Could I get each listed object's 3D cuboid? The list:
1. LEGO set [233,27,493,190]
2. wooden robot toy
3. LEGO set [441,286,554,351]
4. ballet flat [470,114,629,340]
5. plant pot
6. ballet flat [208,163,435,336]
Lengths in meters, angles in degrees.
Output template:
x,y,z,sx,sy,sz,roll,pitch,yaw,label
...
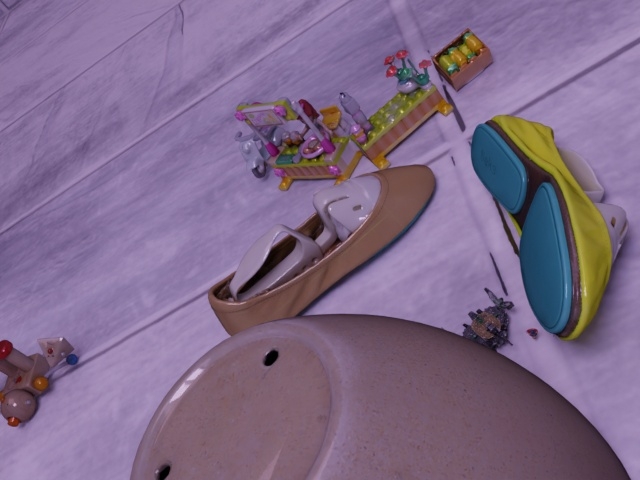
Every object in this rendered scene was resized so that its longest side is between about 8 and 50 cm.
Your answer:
x,y,z,sx,sy,sz,roll,pitch,yaw,label
0.021,-0.137,0.804,0.287,0.107,0.132,-19,42,30,LEGO set
-0.333,0.159,0.866,0.173,0.076,0.079,-22,51,27,wooden robot toy
0.129,0.061,0.573,0.083,0.023,0.054,4,56,29,LEGO set
0.170,-0.021,0.575,0.077,0.077,0.231,2,36,-8,ballet flat
0.009,0.149,0.444,0.284,0.191,0.284,-25,39,22,plant pot
0.000,0.000,0.709,0.232,0.073,0.080,-42,36,-1,ballet flat
